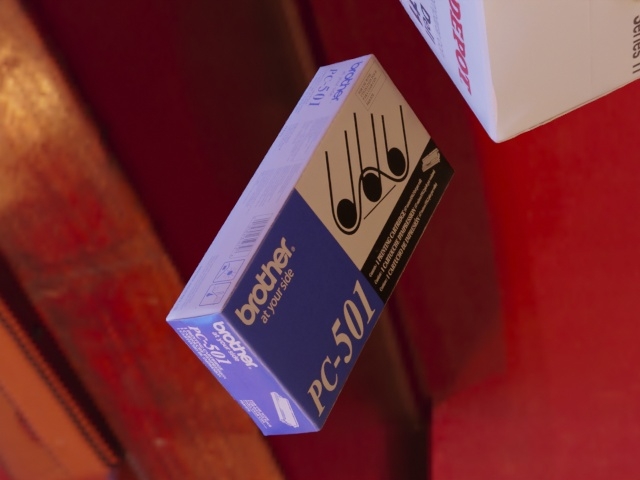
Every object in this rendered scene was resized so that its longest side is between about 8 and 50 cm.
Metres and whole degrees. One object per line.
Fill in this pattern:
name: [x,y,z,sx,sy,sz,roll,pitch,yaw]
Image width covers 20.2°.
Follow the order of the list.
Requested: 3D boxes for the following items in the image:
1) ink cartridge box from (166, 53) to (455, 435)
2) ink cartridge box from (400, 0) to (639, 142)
ink cartridge box: [0.000,0.000,1.014,0.046,0.207,0.097,-10,129,41]
ink cartridge box: [0.047,-0.161,0.647,0.087,0.208,0.153,-27,150,-6]
